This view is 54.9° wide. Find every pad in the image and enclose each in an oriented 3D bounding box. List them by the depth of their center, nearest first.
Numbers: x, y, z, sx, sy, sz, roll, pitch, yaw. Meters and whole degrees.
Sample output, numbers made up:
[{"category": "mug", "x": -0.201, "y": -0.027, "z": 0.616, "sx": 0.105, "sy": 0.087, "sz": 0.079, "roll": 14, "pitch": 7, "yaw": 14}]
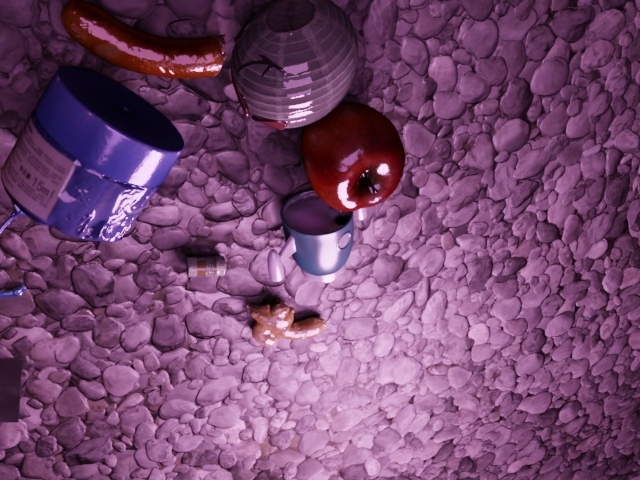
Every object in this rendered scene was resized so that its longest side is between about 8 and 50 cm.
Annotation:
[{"category": "pad", "x": -0.747, "y": 0.344, "z": 1.405, "sx": 0.116, "sy": 0.004, "sz": 0.193, "roll": 5, "pitch": 115, "yaw": -23}]

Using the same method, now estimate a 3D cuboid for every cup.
[{"category": "cup", "x": 0.000, "y": 0.000, "z": 1.390, "sx": 0.299, "sy": 0.167, "sz": 0.173, "roll": -35, "pitch": 137, "yaw": -29}]

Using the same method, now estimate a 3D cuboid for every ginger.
[{"category": "ginger", "x": -0.081, "y": 0.204, "z": 1.532, "sx": 0.214, "sy": 0.059, "sz": 0.133, "roll": -2, "pitch": 123, "yaw": -17}]

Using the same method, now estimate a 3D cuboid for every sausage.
[{"category": "sausage", "x": -0.313, "y": -0.355, "z": 1.124, "sx": 0.302, "sy": 0.076, "sz": 0.103, "roll": 6, "pitch": 108, "yaw": -24}]

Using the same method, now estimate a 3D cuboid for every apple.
[{"category": "apple", "x": 0.064, "y": -0.174, "z": 1.275, "sx": 0.233, "sy": 0.234, "sz": 0.234, "roll": -9, "pitch": 121, "yaw": -15}]

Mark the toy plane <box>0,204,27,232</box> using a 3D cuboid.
[{"category": "toy plane", "x": -0.646, "y": -0.004, "z": 1.213, "sx": 0.167, "sy": 0.062, "sz": 0.054, "roll": -46, "pitch": 123, "yaw": -3}]

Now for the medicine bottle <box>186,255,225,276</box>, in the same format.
[{"category": "medicine bottle", "x": -0.259, "y": 0.059, "z": 1.394, "sx": 0.083, "sy": 0.047, "sz": 0.047, "roll": -1, "pitch": 118, "yaw": -18}]

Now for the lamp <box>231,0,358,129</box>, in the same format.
[{"category": "lamp", "x": -0.047, "y": -0.323, "z": 1.141, "sx": 0.233, "sy": 0.265, "sz": 0.233, "roll": 12, "pitch": 146, "yaw": 8}]

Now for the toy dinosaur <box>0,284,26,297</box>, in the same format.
[{"category": "toy dinosaur", "x": -0.780, "y": 0.146, "z": 1.241, "sx": 0.329, "sy": 0.076, "sz": 0.144, "roll": -36, "pitch": 131, "yaw": -11}]

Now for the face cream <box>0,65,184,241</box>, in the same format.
[{"category": "face cream", "x": -0.407, "y": -0.150, "z": 1.106, "sx": 0.249, "sy": 0.249, "sz": 0.225, "roll": 29, "pitch": 110, "yaw": -31}]
